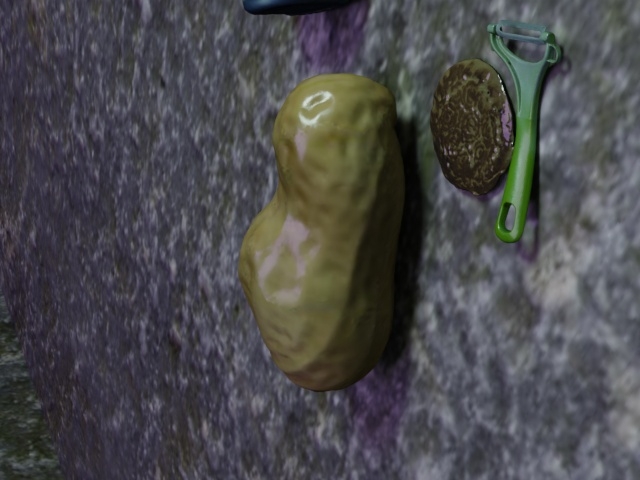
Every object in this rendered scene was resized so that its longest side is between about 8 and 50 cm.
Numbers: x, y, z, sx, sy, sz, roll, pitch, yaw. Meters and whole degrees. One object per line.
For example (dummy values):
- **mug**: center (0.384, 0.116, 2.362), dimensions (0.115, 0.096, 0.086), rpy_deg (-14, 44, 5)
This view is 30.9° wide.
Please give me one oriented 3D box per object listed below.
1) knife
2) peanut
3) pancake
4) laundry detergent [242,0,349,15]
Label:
- **knife**: center (0.150, -0.078, 0.863), dimensions (0.078, 0.023, 0.166), rpy_deg (-149, 55, -60)
- **peanut**: center (0.000, 0.000, 1.054), dimensions (0.147, 0.148, 0.318), rpy_deg (45, 139, 50)
- **pancake**: center (0.121, -0.090, 0.930), dimensions (0.115, 0.011, 0.114), rpy_deg (33, 128, 56)
- **laundry detergent**: center (-0.030, -0.357, 1.064), dimensions (0.143, 0.094, 0.289), rpy_deg (-164, 69, -69)
